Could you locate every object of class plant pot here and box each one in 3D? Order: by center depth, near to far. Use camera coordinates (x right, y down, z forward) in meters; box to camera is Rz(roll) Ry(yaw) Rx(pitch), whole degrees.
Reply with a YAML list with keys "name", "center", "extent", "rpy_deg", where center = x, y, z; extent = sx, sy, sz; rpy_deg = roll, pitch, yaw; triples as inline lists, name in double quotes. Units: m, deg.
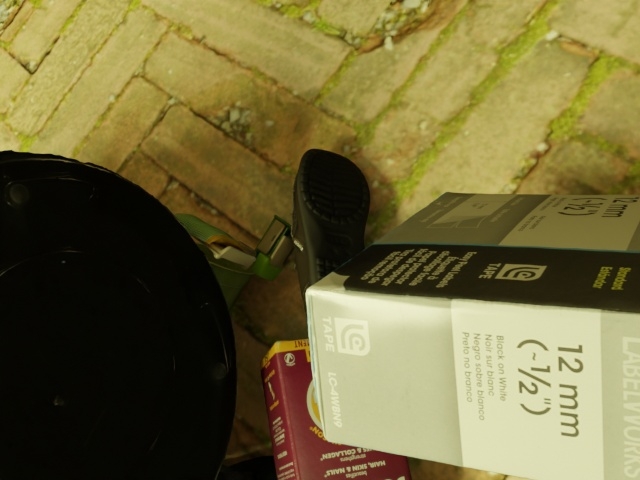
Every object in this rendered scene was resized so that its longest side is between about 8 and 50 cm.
- name: "plant pot"
  center: [-0.120, 0.054, 0.782]
  extent: [0.083, 0.083, 0.079]
  rpy_deg: [27, 99, 28]

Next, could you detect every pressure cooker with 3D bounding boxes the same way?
- name: "pressure cooker"
  center: [-0.332, 0.128, 0.672]
  extent: [0.420, 0.369, 0.376]
  rpy_deg: [-14, 96, 39]

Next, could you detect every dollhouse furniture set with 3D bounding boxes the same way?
- name: "dollhouse furniture set"
  center: [-0.074, -0.007, 0.731]
  extent: [0.076, 0.151, 0.059]
  rpy_deg: [34, 92, 29]

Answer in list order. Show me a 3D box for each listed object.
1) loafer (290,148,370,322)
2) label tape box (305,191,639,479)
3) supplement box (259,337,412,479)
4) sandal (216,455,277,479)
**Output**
- name: "loafer"
  center: [0.000, 0.000, 0.723]
  extent: [0.078, 0.080, 0.220]
  rpy_deg: [127, 152, -46]
- name: "label tape box"
  center: [0.202, 0.047, 0.449]
  extent: [0.347, 0.249, 0.115]
  rpy_deg: [0, 106, 30]
- name: "supplement box"
  center: [0.015, 0.185, 0.652]
  extent: [0.104, 0.081, 0.188]
  rpy_deg: [-5, 69, -18]
- name: "sandal"
  center: [-0.136, 0.265, 0.713]
  extent: [0.254, 0.055, 0.097]
  rpy_deg: [-19, 33, 19]
